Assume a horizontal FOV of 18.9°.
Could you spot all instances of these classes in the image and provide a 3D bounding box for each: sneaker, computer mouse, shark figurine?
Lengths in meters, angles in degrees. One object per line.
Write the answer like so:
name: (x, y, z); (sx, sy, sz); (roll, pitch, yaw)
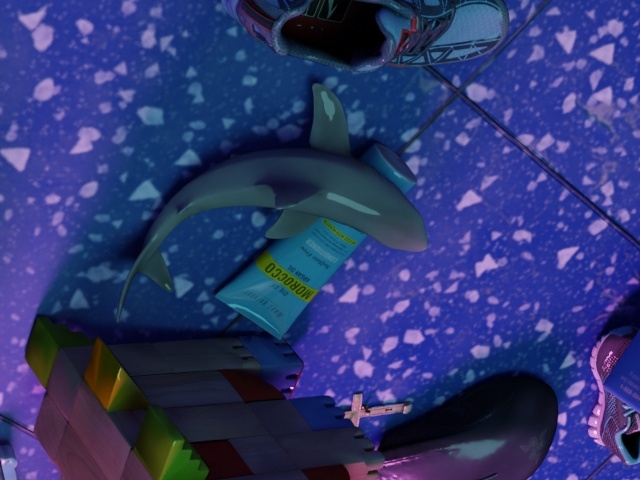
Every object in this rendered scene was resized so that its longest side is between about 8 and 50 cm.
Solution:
sneaker: (0.049, -0.174, 1.605); (0.262, 0.125, 0.104); (2, 122, -24)
computer mouse: (0.133, 0.239, 1.963); (0.272, 0.072, 0.188); (-30, 128, -2)
sneaker: (0.320, 0.163, 1.988); (0.065, 0.076, 0.166); (-17, 128, -13)
shark figurine: (-0.056, -0.029, 1.660); (0.278, 0.116, 0.166); (-12, 111, 3)

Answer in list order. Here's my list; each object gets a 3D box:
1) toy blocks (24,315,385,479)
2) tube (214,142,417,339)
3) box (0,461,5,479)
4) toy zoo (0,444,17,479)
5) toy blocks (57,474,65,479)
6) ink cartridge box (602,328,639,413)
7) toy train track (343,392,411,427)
toy blocks: (-0.068, 0.209, 1.691); (0.261, 0.381, 0.190); (-1, 125, -36)
tube: (0.000, 0.000, 1.759); (0.080, 0.052, 0.207); (37, 108, -20)
box: (-0.448, 0.075, 1.535); (0.318, 0.097, 0.394); (-16, 116, -18)
toy zoo: (-0.405, 0.277, 1.784); (0.293, 0.030, 0.192); (-36, 129, 3)
toy blocks: (-0.168, 0.420, 1.818); (0.309, 0.260, 0.288); (29, 110, -42)
ink cartridge box: (0.454, 0.081, 1.854); (0.129, 0.223, 0.307); (32, 93, -35)
toy train track: (0.053, 0.174, 1.920); (0.083, 0.014, 0.048); (-7, 125, -20)
